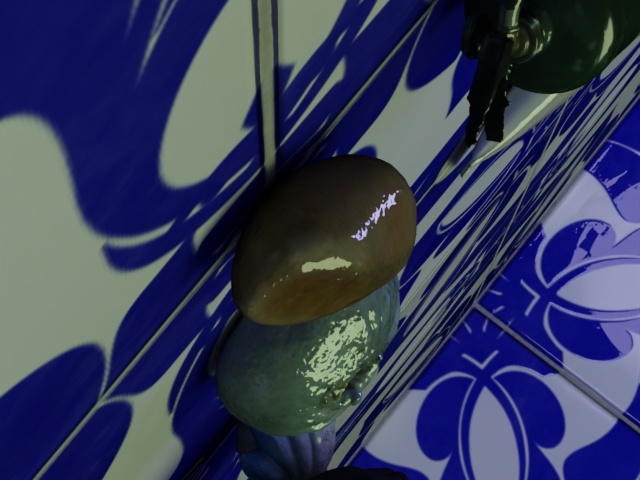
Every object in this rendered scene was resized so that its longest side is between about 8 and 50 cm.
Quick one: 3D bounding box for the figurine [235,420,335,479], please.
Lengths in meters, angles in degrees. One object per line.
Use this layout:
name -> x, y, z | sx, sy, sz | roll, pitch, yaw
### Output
figurine -> -0.029, 0.137, 1.333 | 0.114, 0.079, 0.114 | -17, 110, -57

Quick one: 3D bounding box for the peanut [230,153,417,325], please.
peanut -> 0.000, 0.000, 0.873 | 0.076, 0.076, 0.152 | -57, 173, 27

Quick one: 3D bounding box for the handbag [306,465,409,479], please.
handbag -> -0.038, 0.301, 1.323 | 0.302, 0.177, 0.275 | -28, 168, 4

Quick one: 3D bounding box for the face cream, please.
face cream -> 0.194, -0.141, 1.403 | 0.243, 0.058, 0.092 | -47, 177, 6

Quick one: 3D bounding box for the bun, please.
bun -> 0.000, 0.059, 1.078 | 0.141, 0.083, 0.141 | -54, 172, -11

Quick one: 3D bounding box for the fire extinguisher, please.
fire extinguisher -> 0.143, -0.146, 0.978 | 0.294, 0.093, 0.118 | -42, 141, -50
